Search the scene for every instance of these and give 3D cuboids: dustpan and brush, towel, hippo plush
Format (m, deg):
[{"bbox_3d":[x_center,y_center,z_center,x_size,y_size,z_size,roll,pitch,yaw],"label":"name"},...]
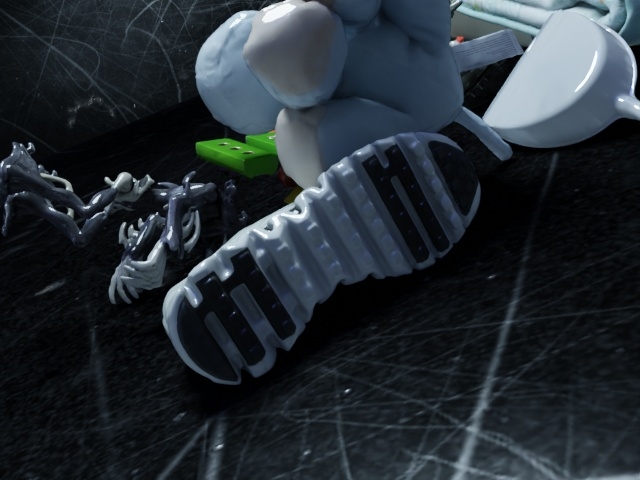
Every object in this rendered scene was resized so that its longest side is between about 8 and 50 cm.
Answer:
[{"bbox_3d":[0.264,-0.139,0.716,0.147,0.060,0.211,-57,26,6],"label":"dustpan and brush"},{"bbox_3d":[0.370,-0.328,0.923,0.320,0.090,0.374,-17,31,-17],"label":"towel"},{"bbox_3d":[0.009,-0.190,0.719,0.294,0.235,0.236,-15,25,-35],"label":"hippo plush"}]

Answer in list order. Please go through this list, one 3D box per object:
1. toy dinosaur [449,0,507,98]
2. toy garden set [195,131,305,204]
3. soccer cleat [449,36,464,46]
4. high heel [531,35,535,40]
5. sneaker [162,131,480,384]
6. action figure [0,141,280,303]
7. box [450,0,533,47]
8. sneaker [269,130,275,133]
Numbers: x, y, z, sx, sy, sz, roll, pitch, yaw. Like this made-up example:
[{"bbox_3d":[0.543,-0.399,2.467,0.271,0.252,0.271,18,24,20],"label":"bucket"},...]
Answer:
[{"bbox_3d":[0.131,-0.206,1.014,0.218,0.164,0.322,-45,31,7],"label":"toy dinosaur"},{"bbox_3d":[0.015,-0.084,0.848,0.244,0.049,0.203,-13,24,-34],"label":"toy garden set"},{"bbox_3d":[0.144,-0.277,1.188,0.196,0.076,0.068,0,46,2],"label":"soccer cleat"},{"bbox_3d":[0.412,-0.341,1.088,0.186,0.093,0.261,-23,10,12],"label":"high heel"},{"bbox_3d":[0.000,0.000,0.599,0.292,0.110,0.118,-29,10,-21],"label":"sneaker"},{"bbox_3d":[-0.183,-0.006,0.764,0.275,0.141,0.164,12,-22,-14],"label":"action figure"},{"bbox_3d":[0.200,-0.390,1.242,0.311,0.121,0.148,-2,9,-29],"label":"box"},{"bbox_3d":[-0.026,-0.164,1.157,0.175,0.064,0.068,-19,43,42],"label":"sneaker"}]
